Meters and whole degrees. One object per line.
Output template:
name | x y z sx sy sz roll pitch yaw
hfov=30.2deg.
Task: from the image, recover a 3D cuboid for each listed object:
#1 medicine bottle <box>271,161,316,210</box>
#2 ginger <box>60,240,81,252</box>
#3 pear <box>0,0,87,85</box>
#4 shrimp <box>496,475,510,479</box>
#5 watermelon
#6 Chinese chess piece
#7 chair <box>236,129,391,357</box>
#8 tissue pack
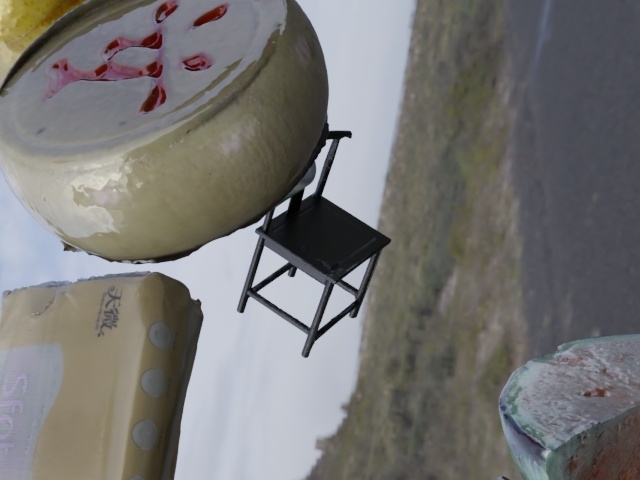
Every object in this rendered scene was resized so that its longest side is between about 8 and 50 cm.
medicine bottle | -0.075 -0.067 1.311 0.130 0.080 0.080 -34 25 31
ginger | -0.258 -0.031 1.461 0.193 0.122 0.115 -28 -48 -72
pear | -0.308 -0.312 1.322 0.314 0.314 0.315 10 -90 -87
shrimp | 0.183 0.223 0.830 0.058 0.169 0.296 -37 -6 10
watermelon | 0.298 0.204 1.245 0.224 0.305 0.180 59 140 19
Chinese chess piece | -0.116 -0.098 0.868 0.250 0.249 0.103 -77 -27 -43
chair | 0.000 0.000 1.593 0.154 0.141 0.260 -35 -29 -48
tissue pack | -0.189 0.140 0.933 0.090 0.186 0.222 32 -122 -51
